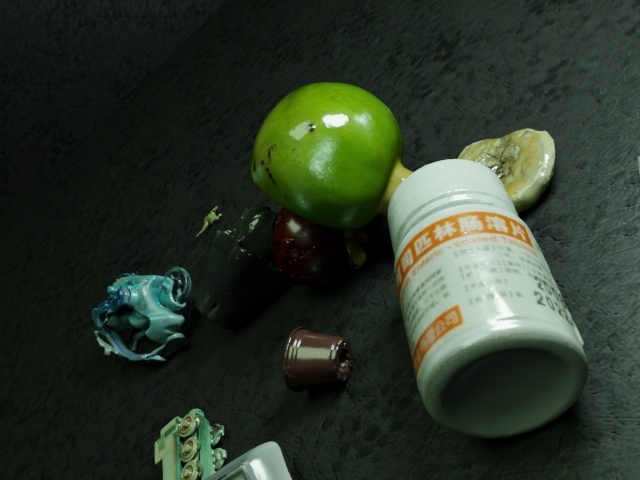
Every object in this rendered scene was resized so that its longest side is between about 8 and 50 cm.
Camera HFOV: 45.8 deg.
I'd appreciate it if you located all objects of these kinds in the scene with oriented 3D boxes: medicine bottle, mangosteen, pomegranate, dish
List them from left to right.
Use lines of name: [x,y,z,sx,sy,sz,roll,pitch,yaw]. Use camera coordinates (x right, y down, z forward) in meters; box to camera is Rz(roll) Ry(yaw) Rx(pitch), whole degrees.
dish: [-0.136,0.410,1.126,0.212,0.077,0.151,-36,58,11]
mangosteen: [0.000,0.000,1.413,0.180,0.166,0.166,-5,43,7]
pomegranate: [0.061,-0.155,1.337,0.310,0.358,0.216,-38,-32,-65]
medicine bottle: [0.213,0.067,1.057,0.211,0.211,0.372,-31,36,19]

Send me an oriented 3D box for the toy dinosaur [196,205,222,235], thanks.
toy dinosaur: [-0.269,-0.050,1.854,0.041,0.026,0.113,-27,28,35]

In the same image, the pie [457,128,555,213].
pie: [0.301,-0.102,1.293,0.218,0.052,0.185,-12,50,41]

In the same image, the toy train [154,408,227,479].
toy train: [-0.224,0.386,1.297,0.125,0.080,0.194,-43,35,21]

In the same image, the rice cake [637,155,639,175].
rice cake: [0.558,-0.137,1.071,0.211,0.038,0.124,-16,42,36]

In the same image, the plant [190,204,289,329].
plant: [-0.150,0.052,1.523,0.256,0.141,0.164,-56,34,2]

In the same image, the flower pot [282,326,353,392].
flower pot: [0.002,0.198,1.250,0.089,0.111,0.111,-1,50,26]

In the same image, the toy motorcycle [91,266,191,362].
toy motorcycle: [-0.382,0.163,1.654,0.260,0.154,0.206,-6,72,38]
